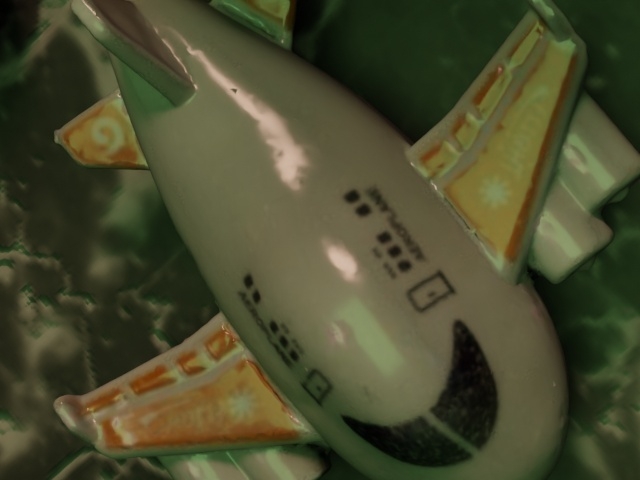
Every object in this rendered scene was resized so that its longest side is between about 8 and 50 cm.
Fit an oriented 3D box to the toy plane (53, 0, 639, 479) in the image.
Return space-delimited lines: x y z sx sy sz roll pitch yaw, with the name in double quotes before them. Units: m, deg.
"toy plane" 0.000 0.000 0.554 0.245 0.117 0.244 1 92 14
